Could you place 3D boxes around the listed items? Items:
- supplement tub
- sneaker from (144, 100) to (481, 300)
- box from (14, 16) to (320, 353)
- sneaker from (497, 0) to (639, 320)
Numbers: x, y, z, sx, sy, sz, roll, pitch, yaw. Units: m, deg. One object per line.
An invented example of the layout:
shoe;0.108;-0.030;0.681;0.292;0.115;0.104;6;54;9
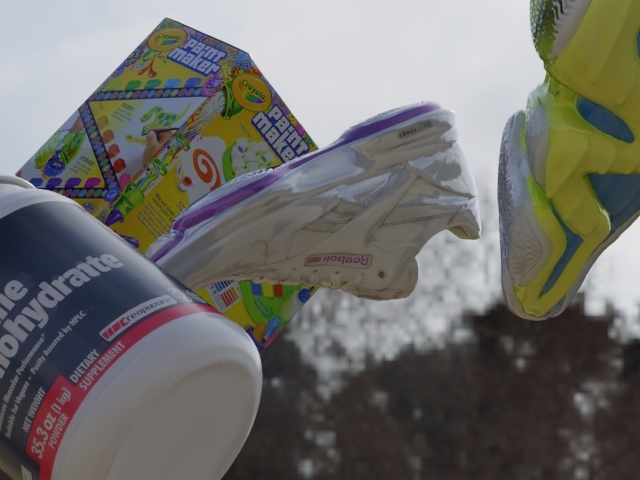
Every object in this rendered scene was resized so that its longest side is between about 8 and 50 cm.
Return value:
supplement tub;-0.195;0.081;1.386;0.272;0.191;0.191;34;6;29
sneaker;0.000;0.000;1.530;0.305;0.152;0.114;-24;8;-14
box;-0.141;-0.034;2.045;0.177;0.279;0.290;29;-18;49
sneaker;0.146;-0.040;0.814;0.126;0.091;0.240;1;-33;-1
